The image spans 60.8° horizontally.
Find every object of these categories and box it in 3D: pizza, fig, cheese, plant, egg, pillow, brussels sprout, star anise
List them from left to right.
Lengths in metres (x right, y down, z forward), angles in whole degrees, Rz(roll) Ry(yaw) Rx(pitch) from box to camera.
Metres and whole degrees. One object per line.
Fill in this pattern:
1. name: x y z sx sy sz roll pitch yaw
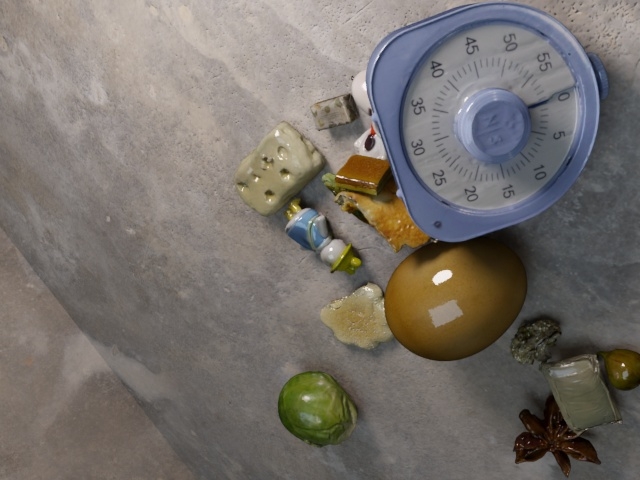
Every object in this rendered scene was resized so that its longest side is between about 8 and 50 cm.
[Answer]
1. cheese: -0.115 -0.170 1.354 0.159 0.093 0.263 49 134 -1
2. brussels sprout: -0.014 0.517 1.668 0.244 0.244 0.244 18 128 25
3. pizza: 0.211 -0.063 1.103 0.364 0.182 0.074 -4 156 -2
4. egg: 0.282 0.119 1.159 0.250 0.250 0.322 50 129 -4
5. plant: 0.485 0.241 1.203 0.116 0.104 0.122 -26 109 32
6. star anise: 0.549 0.457 1.297 0.212 0.111 0.196 -17 114 33
7. pillow: 0.566 0.331 1.186 0.119 0.053 0.208 -19 110 29
8. fig: 0.626 0.260 1.140 0.098 0.082 0.084 39 171 28

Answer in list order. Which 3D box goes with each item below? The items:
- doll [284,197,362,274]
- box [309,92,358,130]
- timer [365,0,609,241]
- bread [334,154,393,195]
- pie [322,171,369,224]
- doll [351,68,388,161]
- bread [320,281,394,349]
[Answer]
1. doll: 0.000 0.000 1.383 0.241 0.099 0.135 40 111 4
2. box: 0.030 -0.283 1.209 0.098 0.045 0.062 -7 114 39
3. timer: 0.284 -0.207 0.911 0.394 0.173 0.396 1 109 2
4. bread: 0.089 -0.131 1.087 0.094 0.090 0.035 16 136 26
5. pie: 0.080 -0.090 1.237 0.186 0.041 0.187 37 176 3
6. doll: 0.150 -0.226 1.117 0.208 0.143 0.272 27 131 45
7. bread: 0.113 0.221 1.491 0.182 0.039 0.250 51 133 -4
